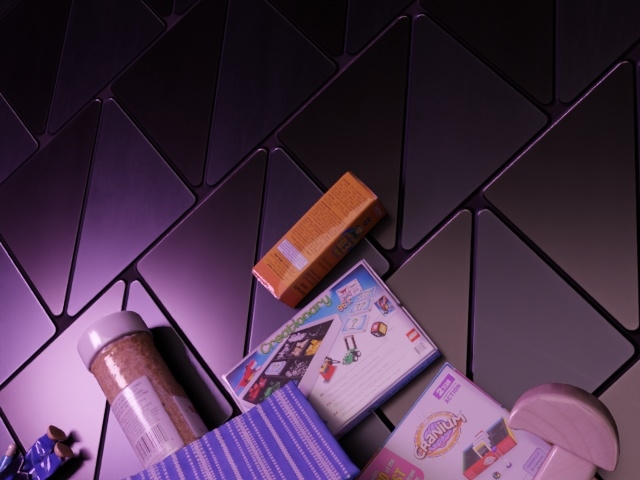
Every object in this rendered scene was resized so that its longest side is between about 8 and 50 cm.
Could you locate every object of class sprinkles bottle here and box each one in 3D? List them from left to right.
[{"bbox_3d":[-0.266,0.282,1.311,0.121,0.121,0.355,-39,65,3],"label":"sprinkles bottle"}]

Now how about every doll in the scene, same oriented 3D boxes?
[{"bbox_3d":[-0.516,0.401,1.396,0.189,0.046,0.129,-41,57,5],"label":"doll"}]

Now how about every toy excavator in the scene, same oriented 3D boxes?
[{"bbox_3d":[0.149,0.399,1.017,0.444,0.222,0.433,-3,90,18],"label":"toy excavator"}]

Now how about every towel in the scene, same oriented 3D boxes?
[{"bbox_3d":[-0.137,0.336,1.110,0.335,0.040,0.243,-29,28,-11],"label":"towel"}]

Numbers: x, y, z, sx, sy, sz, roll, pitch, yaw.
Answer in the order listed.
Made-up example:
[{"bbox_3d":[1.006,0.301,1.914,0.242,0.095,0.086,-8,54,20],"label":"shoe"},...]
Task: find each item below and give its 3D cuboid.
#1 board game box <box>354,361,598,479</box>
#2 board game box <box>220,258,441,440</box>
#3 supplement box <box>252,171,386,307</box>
[{"bbox_3d":[0.234,0.365,1.145,0.316,0.064,0.242,38,87,25],"label":"board game box"},{"bbox_3d":[0.013,0.199,1.281,0.305,0.053,0.193,-40,65,3],"label":"board game box"},{"bbox_3d":[0.000,0.000,1.340,0.233,0.078,0.080,-48,65,0],"label":"supplement box"}]
